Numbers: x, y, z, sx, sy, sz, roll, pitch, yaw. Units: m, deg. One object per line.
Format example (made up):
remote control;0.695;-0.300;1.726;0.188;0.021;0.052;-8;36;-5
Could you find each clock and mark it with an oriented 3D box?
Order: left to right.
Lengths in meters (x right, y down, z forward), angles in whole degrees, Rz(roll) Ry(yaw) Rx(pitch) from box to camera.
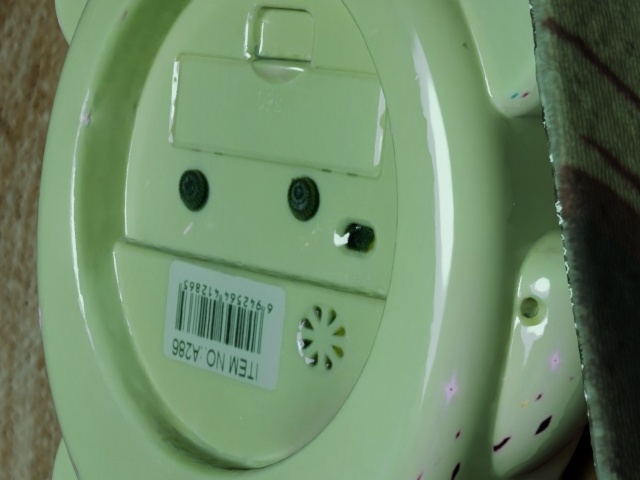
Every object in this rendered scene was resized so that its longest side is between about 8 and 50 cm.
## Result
clock;0.000;0.000;0.751;0.284;0.114;0.309;11;98;43

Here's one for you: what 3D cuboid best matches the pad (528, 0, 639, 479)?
pad;0.146;0.004;0.521;0.004;0.220;0.330;-20;74;53
